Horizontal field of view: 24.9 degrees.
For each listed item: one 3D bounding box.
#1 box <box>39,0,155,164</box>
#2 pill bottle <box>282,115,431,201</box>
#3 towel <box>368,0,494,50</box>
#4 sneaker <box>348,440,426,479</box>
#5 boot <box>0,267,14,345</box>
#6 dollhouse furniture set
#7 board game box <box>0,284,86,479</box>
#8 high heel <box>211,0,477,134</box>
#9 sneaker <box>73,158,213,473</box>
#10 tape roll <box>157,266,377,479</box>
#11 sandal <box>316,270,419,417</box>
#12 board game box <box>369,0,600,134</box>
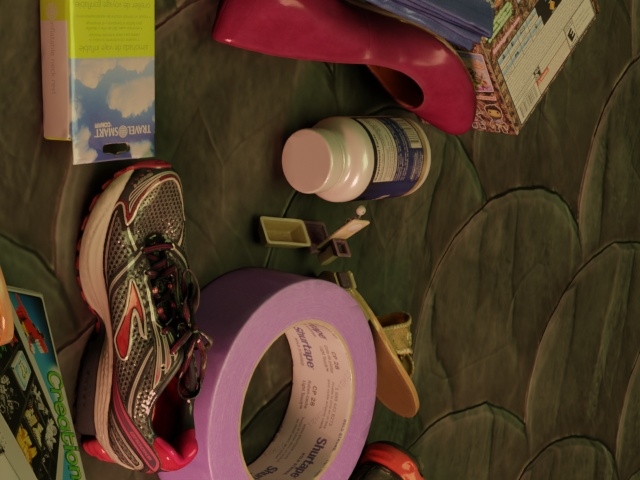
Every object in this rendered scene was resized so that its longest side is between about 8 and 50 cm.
[{"bbox_3d":[-0.200,-0.162,1.313,0.109,0.042,0.178,-10,104,-50],"label":"box"},{"bbox_3d":[0.038,-0.090,1.591,0.169,0.094,0.094,-6,103,-50],"label":"pill bottle"},{"bbox_3d":[0.078,-0.373,1.433,0.243,0.040,0.335,17,65,-40],"label":"towel"},{"bbox_3d":[0.081,0.383,1.757,0.135,0.098,0.276,-39,125,-40],"label":"sneaker"},{"bbox_3d":[-0.372,0.008,1.054,0.220,0.109,0.283,-40,112,-31],"label":"boot"},{"bbox_3d":[0.000,0.000,1.551,0.114,0.081,0.091,4,60,-45],"label":"dollhouse furniture set"},{"bbox_3d":[-0.276,0.170,1.157,0.193,0.053,0.305,17,48,-51],"label":"board game box"},{"bbox_3d":[0.029,-0.185,1.549,0.181,0.127,0.377,-54,129,-10],"label":"high heel"},{"bbox_3d":[-0.154,0.072,1.375,0.121,0.112,0.299,-10,105,-49],"label":"sneaker"},{"bbox_3d":[-0.056,0.169,1.541,0.275,0.090,0.274,-15,110,-48],"label":"tape roll"},{"bbox_3d":[0.076,0.105,1.691,0.079,0.088,0.240,-51,129,-23],"label":"sandal"},{"bbox_3d":[0.181,-0.309,1.680,0.232,0.141,0.291,-54,135,-29],"label":"board game box"}]
